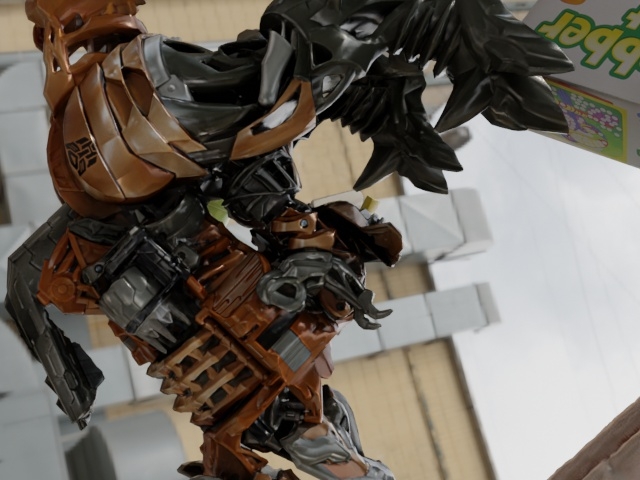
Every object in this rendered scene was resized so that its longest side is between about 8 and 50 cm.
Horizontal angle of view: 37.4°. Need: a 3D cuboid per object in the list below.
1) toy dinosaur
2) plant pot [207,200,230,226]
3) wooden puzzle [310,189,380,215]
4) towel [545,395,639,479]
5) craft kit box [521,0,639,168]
[{"bbox_3d":[-0.035,-0.041,0.387,0.164,0.218,0.321,33,-36,65],"label":"toy dinosaur"},{"bbox_3d":[-0.117,-0.013,0.841,0.083,0.083,0.079,-1,-109,65],"label":"plant pot"},{"bbox_3d":[0.000,0.000,0.666,0.014,0.116,0.078,30,-73,24],"label":"wooden puzzle"},{"bbox_3d":[0.287,0.172,0.480,0.332,0.317,0.053,42,9,-9],"label":"towel"},{"bbox_3d":[0.235,-0.113,0.358,0.250,0.246,0.061,28,-12,42],"label":"craft kit box"}]
